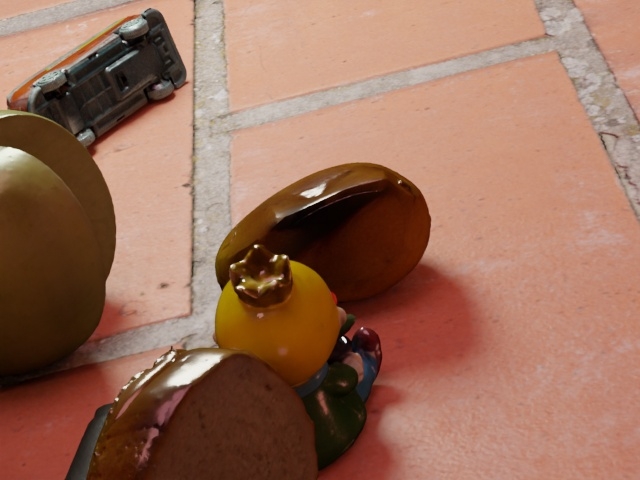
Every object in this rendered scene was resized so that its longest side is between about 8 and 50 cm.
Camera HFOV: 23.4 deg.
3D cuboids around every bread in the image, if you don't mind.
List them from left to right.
[{"bbox_3d":[-0.093,0.202,1.259,0.070,0.236,0.236,7,38,39],"label":"bread"}]

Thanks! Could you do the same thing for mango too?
[{"bbox_3d":[0.000,0.000,1.635,0.236,0.136,0.166,-20,17,2],"label":"mango"}]

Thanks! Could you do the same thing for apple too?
[{"bbox_3d":[-0.349,0.006,1.659,0.292,0.254,0.292,-13,28,7],"label":"apple"}]

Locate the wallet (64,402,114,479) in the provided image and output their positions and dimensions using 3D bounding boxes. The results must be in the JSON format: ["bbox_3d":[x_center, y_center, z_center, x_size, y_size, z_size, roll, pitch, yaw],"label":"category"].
[{"bbox_3d":[-0.167,0.244,1.405,0.168,0.052,0.245,-2,39,21],"label":"wallet"}]

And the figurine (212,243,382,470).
[{"bbox_3d":[-0.018,0.084,1.409,0.127,0.234,0.185,4,36,35],"label":"figurine"}]

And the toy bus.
[{"bbox_3d":[-0.317,-0.211,2.126,0.120,0.121,0.265,6,38,46],"label":"toy bus"}]
